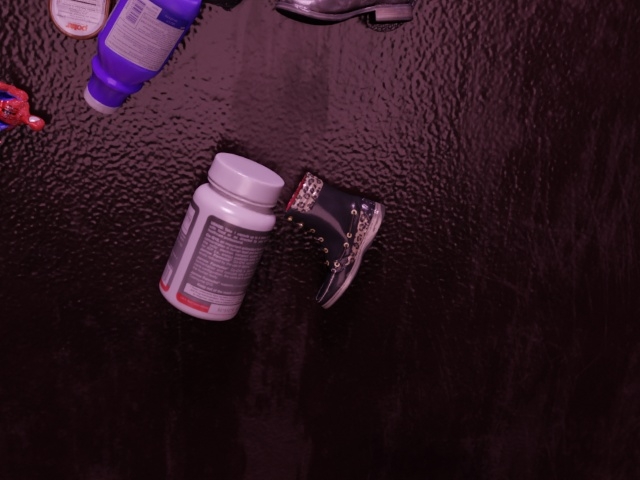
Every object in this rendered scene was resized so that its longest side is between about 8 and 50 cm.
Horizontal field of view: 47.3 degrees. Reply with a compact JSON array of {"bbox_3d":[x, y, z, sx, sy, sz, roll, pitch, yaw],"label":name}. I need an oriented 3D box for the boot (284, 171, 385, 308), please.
[{"bbox_3d":[0.000,-0.001,1.430,0.179,0.085,0.236,27,99,-12],"label":"boot"}]

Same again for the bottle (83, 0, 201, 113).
[{"bbox_3d":[-0.312,-0.333,1.235,0.118,0.092,0.283,25,129,-26],"label":"bottle"}]

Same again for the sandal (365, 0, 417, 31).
[{"bbox_3d":[0.148,-0.446,1.310,0.067,0.040,0.179,38,92,-21],"label":"sandal"}]

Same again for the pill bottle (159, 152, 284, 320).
[{"bbox_3d":[-0.181,-0.007,1.368,0.161,0.161,0.283,21,106,-12],"label":"pill bottle"}]

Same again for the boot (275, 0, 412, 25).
[{"bbox_3d":[0.049,-0.482,1.226,0.263,0.091,0.228,-5,103,-15],"label":"boot"}]

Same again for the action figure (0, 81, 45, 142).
[{"bbox_3d":[-0.617,-0.255,1.255,0.280,0.139,0.091,27,106,-16],"label":"action figure"}]

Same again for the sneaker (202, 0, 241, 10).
[{"bbox_3d":[-0.144,-0.467,1.253,0.283,0.107,0.124,-13,125,3],"label":"sneaker"}]

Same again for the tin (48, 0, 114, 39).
[{"bbox_3d":[-0.410,-0.441,1.257,0.106,0.040,0.189,11,109,-5],"label":"tin"}]
